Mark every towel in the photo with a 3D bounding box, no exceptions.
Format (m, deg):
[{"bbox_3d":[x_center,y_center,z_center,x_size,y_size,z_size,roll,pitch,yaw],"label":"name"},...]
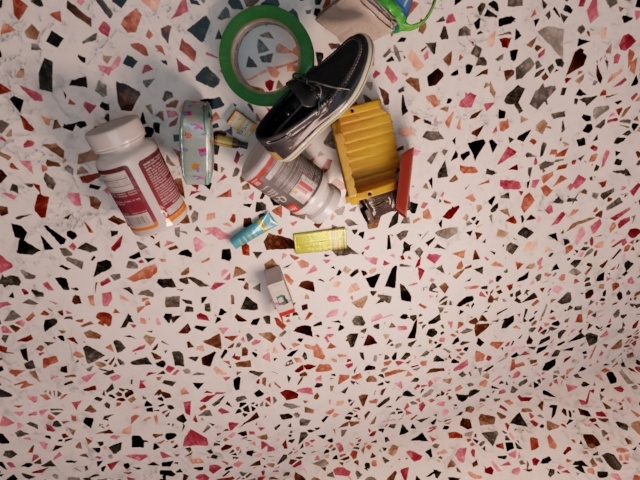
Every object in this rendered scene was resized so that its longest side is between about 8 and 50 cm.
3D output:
[{"bbox_3d":[0.113,-0.730,1.543,0.187,0.282,0.049,31,82,-25],"label":"towel"},{"bbox_3d":[0.000,0.000,2.058,0.237,0.021,0.102,-7,114,-8],"label":"towel"}]

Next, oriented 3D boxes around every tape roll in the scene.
[{"bbox_3d":[-0.182,-0.625,1.584,0.321,0.077,0.321,1,106,3],"label":"tape roll"}]

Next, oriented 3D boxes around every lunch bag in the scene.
[{"bbox_3d":[-0.436,-0.356,1.652,0.108,0.224,0.279,2,123,-9],"label":"lunch bag"}]

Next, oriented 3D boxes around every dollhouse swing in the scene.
[{"bbox_3d":[0.183,-0.326,1.701,0.315,0.305,0.347,-17,106,-10],"label":"dollhouse swing"}]

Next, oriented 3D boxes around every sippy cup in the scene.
[{"bbox_3d":[0.228,-0.855,1.534,0.305,0.240,0.224,26,99,-36],"label":"sippy cup"}]

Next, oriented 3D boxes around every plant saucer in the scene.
[{"bbox_3d":[0.336,-0.223,1.848,0.047,0.258,0.259,7,91,11],"label":"plant saucer"}]

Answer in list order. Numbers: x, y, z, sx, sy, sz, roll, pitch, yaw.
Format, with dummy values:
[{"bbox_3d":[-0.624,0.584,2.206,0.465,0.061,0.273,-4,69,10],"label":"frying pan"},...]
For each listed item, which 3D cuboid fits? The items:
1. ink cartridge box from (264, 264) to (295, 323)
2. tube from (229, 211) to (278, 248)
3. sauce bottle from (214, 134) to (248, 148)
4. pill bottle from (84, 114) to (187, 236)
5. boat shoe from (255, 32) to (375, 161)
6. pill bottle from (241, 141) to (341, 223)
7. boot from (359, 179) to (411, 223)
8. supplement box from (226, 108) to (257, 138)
[{"bbox_3d":[-0.177,0.245,2.084,0.078,0.134,0.231,-19,121,-2],"label":"ink cartridge box"},{"bbox_3d":[-0.285,-0.040,1.959,0.207,0.052,0.080,-33,131,0],"label":"tube"},{"bbox_3d":[-0.342,-0.373,1.764,0.128,0.042,0.042,10,115,-19],"label":"sauce bottle"},{"bbox_3d":[-0.659,-0.232,1.665,0.224,0.224,0.392,-19,120,-2],"label":"pill bottle"},{"bbox_3d":[-0.023,-0.470,1.503,0.500,0.187,0.156,-44,143,18],"label":"boat shoe"},{"bbox_3d":[-0.106,-0.230,1.796,0.363,0.210,0.210,34,107,-26],"label":"pill bottle"},{"bbox_3d":[0.265,-0.212,1.973,0.229,0.091,0.263,-25,117,-8],"label":"boot"},{"bbox_3d":[-0.296,-0.440,1.739,0.098,0.036,0.062,31,108,-26],"label":"supplement box"}]
